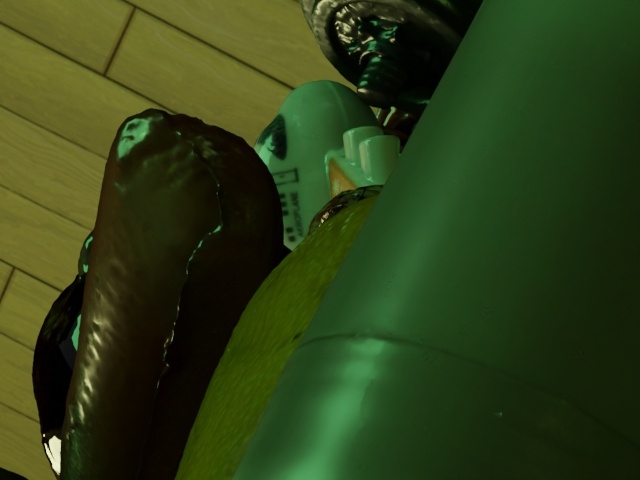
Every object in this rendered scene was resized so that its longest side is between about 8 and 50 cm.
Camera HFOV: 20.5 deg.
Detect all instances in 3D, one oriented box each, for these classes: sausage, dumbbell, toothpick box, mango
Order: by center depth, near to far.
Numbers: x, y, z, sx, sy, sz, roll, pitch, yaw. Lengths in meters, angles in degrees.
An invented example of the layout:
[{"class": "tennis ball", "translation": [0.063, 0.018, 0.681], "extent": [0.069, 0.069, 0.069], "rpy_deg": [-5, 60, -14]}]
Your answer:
[{"class": "toothpick box", "translation": [0.060, 0.018, 0.450], "extent": [0.181, 0.111, 0.111], "rpy_deg": [-62, 2, -24]}, {"class": "mango", "translation": [0.008, 0.096, 0.707], "extent": [0.177, 0.120, 0.295], "rpy_deg": [-50, 12, 45]}, {"class": "sausage", "translation": [-0.086, 0.065, 0.963], "extent": [0.102, 0.102, 0.330], "rpy_deg": [-65, -7, -49]}, {"class": "dumbbell", "translation": [0.100, -0.213, 1.335], "extent": [0.290, 0.192, 0.192], "rpy_deg": [-62, 1, -27]}]

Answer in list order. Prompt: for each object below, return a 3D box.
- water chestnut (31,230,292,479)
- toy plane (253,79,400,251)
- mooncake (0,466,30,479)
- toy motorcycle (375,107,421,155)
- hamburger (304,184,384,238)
[{"class": "water chestnut", "translation": [-0.083, 0.099, 1.183], "extent": [0.224, 0.238, 0.224], "rpy_deg": [-50, 15, 19]}, {"class": "toy plane", "translation": [0.000, 0.000, 1.324], "extent": [0.244, 0.117, 0.245], "rpy_deg": [178, 90, -68]}, {"class": "mooncake", "translation": [-0.199, 0.275, 0.988], "extent": [0.326, 0.174, 0.334], "rpy_deg": [-111, 15, -53]}, {"class": "toy motorcycle", "translation": [0.042, -0.017, 1.679], "extent": [0.298, 0.089, 0.171], "rpy_deg": [-61, 2, 38]}, {"class": "hamburger", "translation": [0.013, 0.078, 0.988], "extent": [0.231, 0.106, 0.231], "rpy_deg": [-156, 90, -85]}]
